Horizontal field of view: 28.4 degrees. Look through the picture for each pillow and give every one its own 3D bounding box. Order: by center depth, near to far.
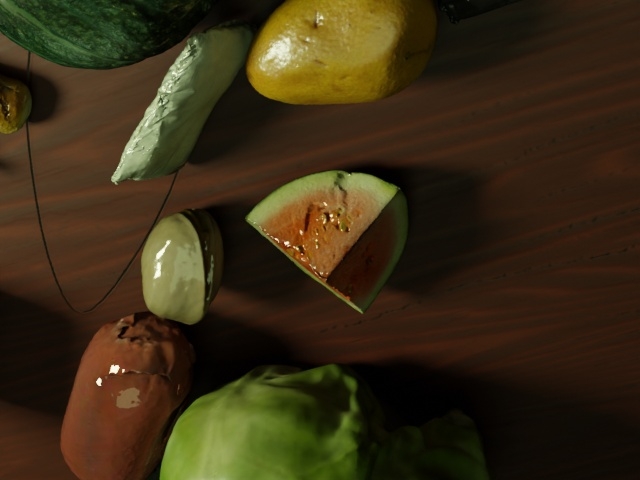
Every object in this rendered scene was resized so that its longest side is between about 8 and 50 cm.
[{"bbox_3d":[-0.153,-0.155,1.430,0.051,0.128,0.229,45,124,15],"label":"pillow"}]

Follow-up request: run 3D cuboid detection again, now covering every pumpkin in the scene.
[{"bbox_3d":[-0.227,-0.295,1.307,0.293,0.197,0.263,-35,114,29],"label":"pumpkin"}]

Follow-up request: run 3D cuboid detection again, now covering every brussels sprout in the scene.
[{"bbox_3d":[0.006,0.353,1.584,0.425,0.361,0.342,10,120,4],"label":"brussels sprout"}]

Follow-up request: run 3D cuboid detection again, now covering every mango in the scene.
[{"bbox_3d":[0.022,-0.210,1.371,0.227,0.109,0.147,-22,121,24],"label":"mango"}]

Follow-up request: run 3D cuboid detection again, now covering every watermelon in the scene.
[{"bbox_3d":[0.006,-0.010,1.518,0.145,0.137,0.193,35,129,28],"label":"watermelon"}]

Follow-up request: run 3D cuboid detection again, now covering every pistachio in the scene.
[{"bbox_3d":[-0.168,0.030,1.556,0.113,0.113,0.149,13,125,1],"label":"pistachio"}]

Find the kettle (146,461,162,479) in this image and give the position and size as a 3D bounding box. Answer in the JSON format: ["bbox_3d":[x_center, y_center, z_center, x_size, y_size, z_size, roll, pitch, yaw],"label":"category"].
[{"bbox_3d":[-0.175,0.479,1.773,0.265,0.205,0.318,-16,123,48],"label":"kettle"}]

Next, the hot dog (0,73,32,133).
[{"bbox_3d":[-0.486,-0.186,1.499,0.285,0.061,0.088,12,135,3],"label":"hot dog"}]

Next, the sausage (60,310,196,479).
[{"bbox_3d":[-0.253,0.215,1.665,0.152,0.152,0.280,22,124,-5],"label":"sausage"}]

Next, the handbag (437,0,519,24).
[{"bbox_3d":[0.202,-0.348,1.272,0.247,0.080,0.223,-17,119,19],"label":"handbag"}]
